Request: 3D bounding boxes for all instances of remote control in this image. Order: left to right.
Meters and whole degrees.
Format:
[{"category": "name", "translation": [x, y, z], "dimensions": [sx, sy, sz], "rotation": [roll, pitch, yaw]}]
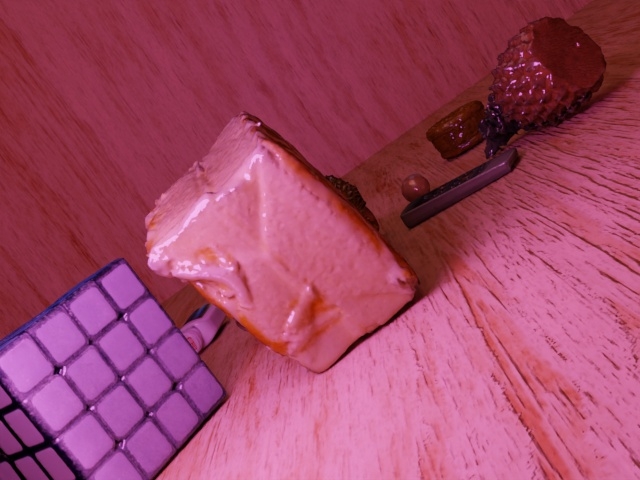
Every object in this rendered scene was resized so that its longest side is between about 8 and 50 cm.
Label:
[{"category": "remote control", "translation": [0.308, -0.121, 1.883], "dimensions": [0.285, 0.038, 0.123], "rotation": [-30, 9, 32]}]

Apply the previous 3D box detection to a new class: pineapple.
[{"category": "pineapple", "translation": [0.462, -0.322, 1.922], "dimensions": [0.223, 0.223, 0.357], "rotation": [-41, -8, -32]}]

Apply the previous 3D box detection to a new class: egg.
[{"category": "egg", "translation": [0.236, -0.128, 2.098], "dimensions": [0.071, 0.071, 0.083], "rotation": [-37, 12, -10]}]

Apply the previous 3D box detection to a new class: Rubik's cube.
[{"category": "Rubik's cube", "translation": [-0.447, 0.289, 1.560], "dimensions": [0.337, 0.343, 0.344], "rotation": [-28, 12, 41]}]

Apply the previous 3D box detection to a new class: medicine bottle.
[{"category": "medicine bottle", "translation": [-0.321, 0.238, 2.247], "dimensions": [0.115, 0.078, 0.219], "rotation": [-32, 9, 12]}]

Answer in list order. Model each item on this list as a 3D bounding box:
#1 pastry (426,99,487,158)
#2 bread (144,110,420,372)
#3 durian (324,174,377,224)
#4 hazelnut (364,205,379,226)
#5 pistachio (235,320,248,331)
[{"category": "pastry", "translation": [0.390, -0.308, 2.365], "dimensions": [0.189, 0.103, 0.189], "rotation": [-34, 8, 6]}, {"category": "bread", "translation": [-0.069, 0.001, 1.464], "dimensions": [0.279, 0.390, 0.371], "rotation": [-48, 21, 7]}, {"category": "durian", "translation": [-0.007, -0.009, 1.821], "dimensions": [0.258, 0.258, 0.293], "rotation": [-38, 6, -16]}, {"category": "hazelnut", "translation": [0.057, -0.028, 2.005], "dimensions": [0.150, 0.150, 0.150], "rotation": [-35, 8, 6]}, {"category": "pistachio", "translation": [-0.123, 0.136, 1.847], "dimensions": [0.144, 0.144, 0.215], "rotation": [-38, 22, -17]}]
